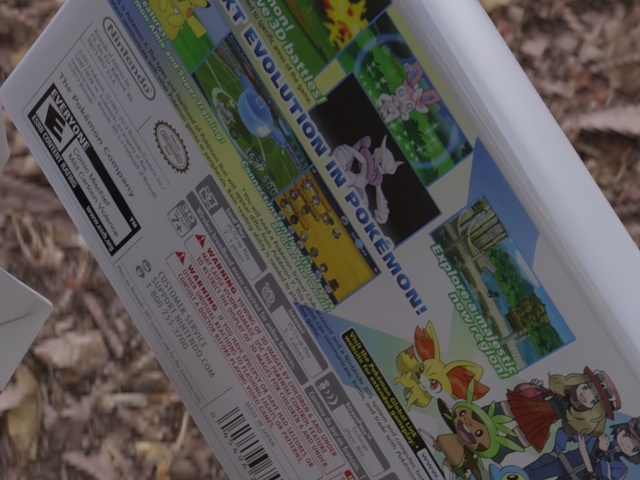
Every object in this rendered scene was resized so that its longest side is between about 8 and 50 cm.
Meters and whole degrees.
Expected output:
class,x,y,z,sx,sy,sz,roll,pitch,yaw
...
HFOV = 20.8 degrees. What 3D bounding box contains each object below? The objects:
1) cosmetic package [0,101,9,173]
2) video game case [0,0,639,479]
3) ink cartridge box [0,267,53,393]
class,x,y,z,sx,sy,sz,roll,pitch,yaw
cosmetic package,-0.371,-0.093,1.341,0.238,0.127,0.107,20,62,6
video game case,0.000,0.000,0.775,0.036,0.300,0.329,-28,84,-37
ink cartridge box,-0.252,0.037,0.941,0.198,0.067,0.115,23,78,38
